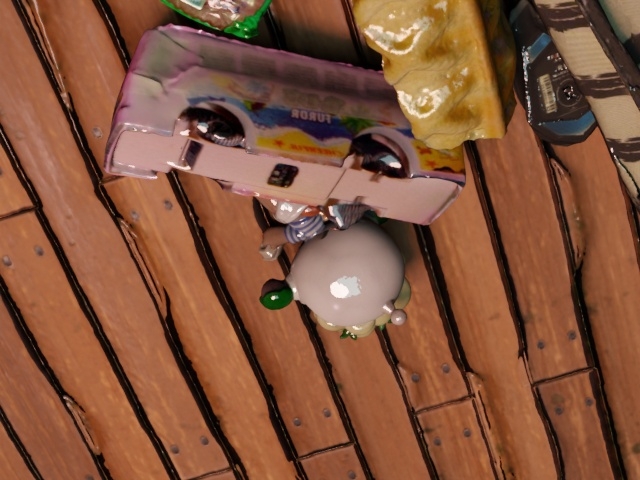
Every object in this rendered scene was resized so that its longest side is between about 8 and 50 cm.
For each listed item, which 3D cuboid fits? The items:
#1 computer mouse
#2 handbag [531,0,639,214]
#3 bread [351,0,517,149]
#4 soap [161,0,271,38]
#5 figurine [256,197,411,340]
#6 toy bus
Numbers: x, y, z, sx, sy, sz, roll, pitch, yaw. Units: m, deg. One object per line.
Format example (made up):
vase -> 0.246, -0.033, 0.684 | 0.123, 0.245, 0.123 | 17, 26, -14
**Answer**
computer mouse -> 0.190, -0.142, 0.891 | 0.079, 0.047, 0.135 | -24, 113, -8
handbag -> 0.310, -0.223, 0.784 | 0.325, 0.162, 0.327 | -33, 116, 4
bread -> 0.085, -0.169, 0.780 | 0.088, 0.128, 0.232 | 8, 145, 39
soap -> -0.048, -0.289, 0.770 | 0.218, 0.098, 0.273 | 30, 112, -17
figurine -> 0.000, 0.001, 0.931 | 0.147, 0.093, 0.197 | -40, 88, -15
toy bus -> -0.026, -0.085, 0.852 | 0.274, 0.112, 0.090 | 10, 153, -17
